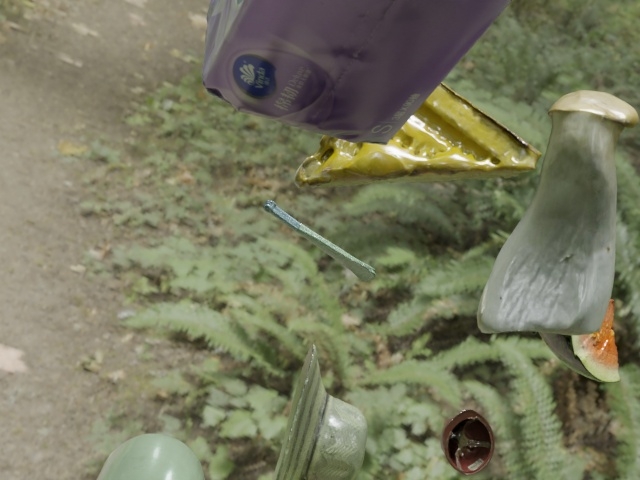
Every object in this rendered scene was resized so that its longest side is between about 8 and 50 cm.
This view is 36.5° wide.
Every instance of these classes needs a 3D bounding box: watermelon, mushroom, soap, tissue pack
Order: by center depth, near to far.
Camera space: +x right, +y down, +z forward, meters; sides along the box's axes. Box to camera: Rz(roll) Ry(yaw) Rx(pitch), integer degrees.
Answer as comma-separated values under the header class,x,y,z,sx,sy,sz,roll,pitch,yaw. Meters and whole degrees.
class,x,y,z,sx,sy,sz,roll,pitch,yaw
tissue pack,0.038,-0.255,0.980,0.242,0.338,0.160,12,63,-18
mushroom,0.309,-0.031,1.234,0.159,0.329,0.122,10,3,-20
watermelon,0.418,0.166,1.590,0.137,0.146,0.193,-6,8,4
soap,0.176,-0.124,1.759,0.338,0.304,0.169,37,2,11

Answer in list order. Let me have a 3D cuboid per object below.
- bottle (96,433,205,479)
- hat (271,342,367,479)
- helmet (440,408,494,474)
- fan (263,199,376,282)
class,x,y,z,sx,sy,sz,roll,pitch,yaw
bottle,-0.254,0.402,1.364,0.168,0.169,0.347,24,6,-6
hat,0.006,0.264,1.269,0.109,0.252,0.252,17,18,0
helmet,0.222,0.310,1.537,0.111,0.089,0.057,64,-15,-21
fan,0.000,0.000,1.390,0.193,0.038,0.016,35,59,-13
